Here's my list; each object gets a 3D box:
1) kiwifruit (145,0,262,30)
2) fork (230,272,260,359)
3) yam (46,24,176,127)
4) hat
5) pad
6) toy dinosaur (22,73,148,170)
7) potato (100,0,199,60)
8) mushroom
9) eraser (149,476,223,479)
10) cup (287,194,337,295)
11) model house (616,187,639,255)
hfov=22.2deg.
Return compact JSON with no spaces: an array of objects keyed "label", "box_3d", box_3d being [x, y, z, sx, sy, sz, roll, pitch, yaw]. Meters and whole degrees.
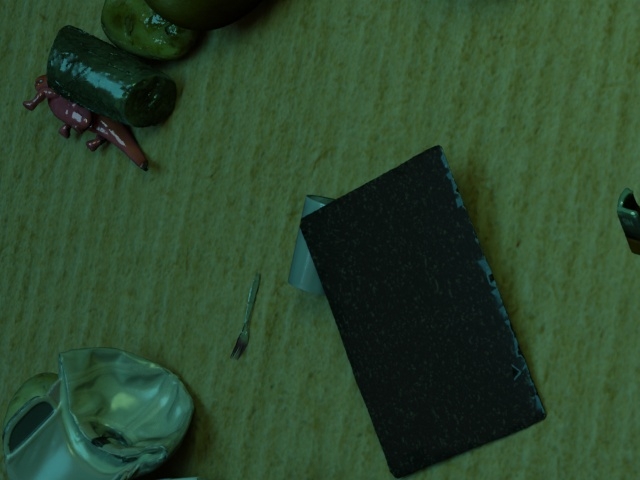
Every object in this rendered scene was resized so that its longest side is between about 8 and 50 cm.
[{"label":"kiwifruit","box_3d":[-0.130,-0.381,2.081,0.234,0.196,0.196,-32,62,35]},{"label":"fork","box_3d":[-0.093,0.097,2.073,0.012,0.016,0.115,17,91,51]},{"label":"yam","box_3d":[-0.292,-0.220,2.223,0.183,0.107,0.107,25,99,22]},{"label":"hat","box_3d":[-0.280,0.271,2.112,0.219,0.164,0.226,42,113,30]},{"label":"pad","box_3d":[0.109,0.083,1.852,0.220,0.004,0.330,-27,77,33]},{"label":"toy dinosaur","box_3d":[-0.300,-0.198,2.300,0.286,0.070,0.139,27,76,36]},{"label":"potato","box_3d":[-0.233,-0.302,2.233,0.170,0.080,0.107,25,86,43]},{"label":"mushroom","box_3d":[-0.359,0.249,2.210,0.148,0.112,0.148,0,85,-3]},{"label":"eraser","box_3d":[-0.215,0.371,2.090,0.210,0.068,0.124,-13,69,39]},{"label":"cup","box_3d":[0.000,0.000,1.980,0.104,0.074,0.116,36,112,65]},{"label":"model house","box_3d":[0.412,0.000,1.508,0.224,0.215,0.198,15,53,42]}]
